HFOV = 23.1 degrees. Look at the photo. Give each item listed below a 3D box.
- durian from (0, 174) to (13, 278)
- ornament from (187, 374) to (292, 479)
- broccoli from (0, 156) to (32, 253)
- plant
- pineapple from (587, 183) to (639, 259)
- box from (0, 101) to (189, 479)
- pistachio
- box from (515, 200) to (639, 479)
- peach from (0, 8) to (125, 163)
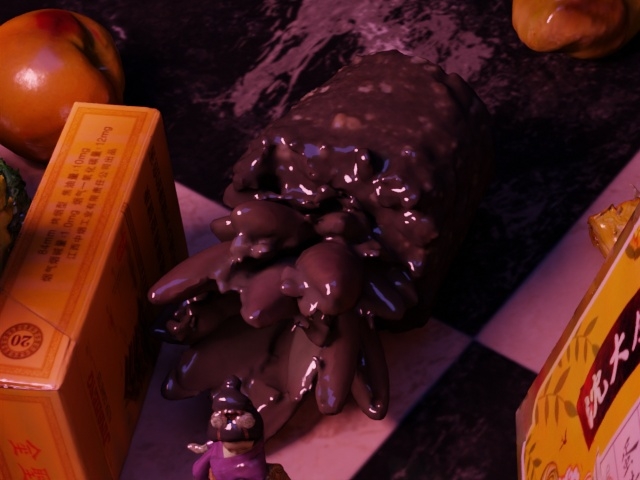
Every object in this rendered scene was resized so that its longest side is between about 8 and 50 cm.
[{"bbox_3d":[-0.297,0.073,1.079,0.158,0.352,0.169,9,31,-18],"label":"durian"},{"bbox_3d":[-0.056,0.167,1.037,0.088,0.203,0.081,11,58,14],"label":"ornament"},{"bbox_3d":[-0.351,-0.026,1.262,0.269,0.269,0.254,-40,92,-26],"label":"broccoli"},{"bbox_3d":[0.000,0.000,1.196,0.194,0.181,0.320,18,48,22],"label":"plant"},{"bbox_3d":[0.267,0.018,1.225,0.137,0.069,0.116,12,55,30],"label":"pineapple"},{"bbox_3d":[-0.174,0.052,1.169,0.076,0.174,0.274,4,48,11],"label":"box"},{"bbox_3d":[0.242,-0.229,1.430,0.110,0.100,0.189,9,55,46],"label":"pistachio"},{"bbox_3d":[0.232,0.164,0.859,0.138,0.373,0.420,11,47,-7],"label":"box"},{"bbox_3d":[-0.244,-0.139,1.392,0.138,0.138,0.138,-4,47,4],"label":"peach"}]
